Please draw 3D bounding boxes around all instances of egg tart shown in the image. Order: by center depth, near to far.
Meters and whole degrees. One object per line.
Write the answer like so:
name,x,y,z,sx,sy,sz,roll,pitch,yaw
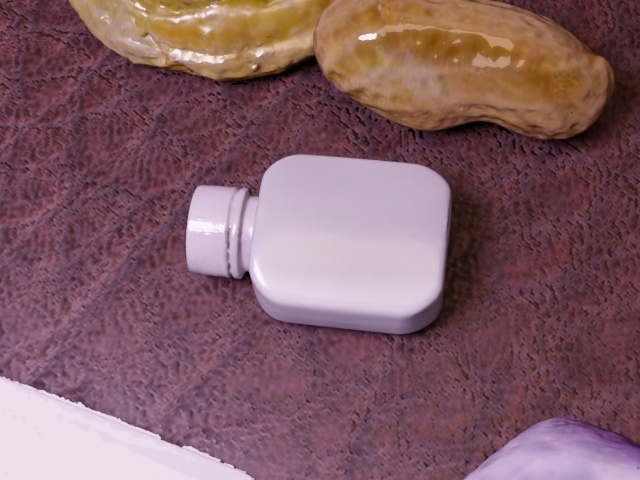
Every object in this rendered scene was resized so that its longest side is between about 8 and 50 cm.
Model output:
egg tart,-0.079,-0.266,0.934,0.290,0.115,0.290,0,66,1

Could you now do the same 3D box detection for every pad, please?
pad,-0.173,0.184,0.773,0.232,0.004,0.156,23,68,-4

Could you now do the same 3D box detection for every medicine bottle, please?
medicine bottle,0.000,0.000,0.839,0.183,0.069,0.119,6,68,4

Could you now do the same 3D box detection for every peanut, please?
peanut,0.105,-0.129,0.872,0.226,0.108,0.095,10,39,0

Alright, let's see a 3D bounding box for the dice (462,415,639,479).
dice,0.128,0.277,0.605,0.271,0.270,0.270,-42,70,-14
